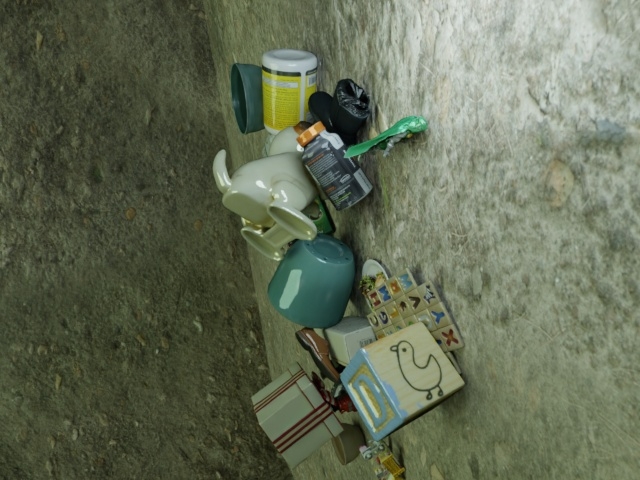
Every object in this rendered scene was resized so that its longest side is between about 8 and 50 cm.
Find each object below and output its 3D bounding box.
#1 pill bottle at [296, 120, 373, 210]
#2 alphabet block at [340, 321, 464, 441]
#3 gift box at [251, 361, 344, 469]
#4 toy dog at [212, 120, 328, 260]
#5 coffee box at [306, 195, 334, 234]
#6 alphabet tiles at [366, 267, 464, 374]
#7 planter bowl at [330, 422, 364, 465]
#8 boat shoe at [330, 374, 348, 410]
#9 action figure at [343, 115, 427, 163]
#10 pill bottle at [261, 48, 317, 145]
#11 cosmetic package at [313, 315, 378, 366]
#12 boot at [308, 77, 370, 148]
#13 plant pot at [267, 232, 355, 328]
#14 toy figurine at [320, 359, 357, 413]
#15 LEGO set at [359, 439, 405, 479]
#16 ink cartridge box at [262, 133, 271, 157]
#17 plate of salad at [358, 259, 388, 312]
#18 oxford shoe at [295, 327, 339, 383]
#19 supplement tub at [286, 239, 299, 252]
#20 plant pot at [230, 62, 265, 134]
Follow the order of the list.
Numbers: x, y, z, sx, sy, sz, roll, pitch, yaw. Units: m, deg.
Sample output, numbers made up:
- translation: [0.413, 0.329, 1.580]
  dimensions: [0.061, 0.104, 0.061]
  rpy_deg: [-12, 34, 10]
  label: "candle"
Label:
- translation: [0.033, -0.217, 1.198]
  dimensions: [0.245, 0.130, 0.130]
  rpy_deg: [54, 164, -11]
  label: "pill bottle"
- translation: [0.196, 0.350, 1.039]
  dimensions: [0.192, 0.197, 0.193]
  rpy_deg: [58, 148, 26]
  label: "alphabet block"
- translation: [-0.071, 0.635, 1.539]
  dimensions: [0.276, 0.258, 0.255]
  rpy_deg: [58, 168, -17]
  label: "gift box"
- translation: [-0.123, -0.198, 1.354]
  dimensions: [0.284, 0.395, 0.408]
  rpy_deg: [-46, 13, 53]
  label: "toy dog"
- translation: [-0.031, -0.090, 1.603]
  dimensions: [0.184, 0.113, 0.040]
  rpy_deg: [68, -173, 24]
  label: "coffee box"
- translation: [0.238, 0.239, 1.124]
  dimensions: [0.285, 0.011, 0.342]
  rpy_deg: [65, 151, 15]
  label: "alphabet tiles"
- translation: [0.117, 0.836, 1.738]
  dimensions: [0.162, 0.109, 0.162]
  rpy_deg: [168, 90, -70]
  label: "planter bowl"
- translation: [0.075, 0.661, 1.803]
  dimensions: [0.076, 0.080, 0.228]
  rpy_deg: [-112, 22, -43]
  label: "boat shoe"
- translation: [0.170, -0.244, 0.994]
  dimensions: [0.063, 0.137, 0.232]
  rpy_deg: [57, 154, -11]
  label: "action figure"
- translation: [-0.112, -0.487, 1.483]
  dimensions: [0.188, 0.188, 0.333]
  rpy_deg: [-123, 29, -46]
  label: "pill bottle"
- translation: [0.102, 0.337, 1.418]
  dimensions: [0.309, 0.160, 0.113]
  rpy_deg: [159, 98, -71]
  label: "cosmetic package"
- translation: [0.054, -0.399, 1.214]
  dimensions: [0.246, 0.094, 0.207]
  rpy_deg: [64, 160, 18]
  label: "boot"
- translation: [-0.012, 0.118, 1.442]
  dimensions: [0.293, 0.293, 0.235]
  rpy_deg: [57, 134, 45]
  label: "plant pot"
- translation: [0.101, 0.538, 1.578]
  dimensions: [0.209, 0.148, 0.213]
  rpy_deg: [109, 142, -65]
  label: "toy figurine"
- translation: [0.215, 0.793, 1.442]
  dimensions: [0.107, 0.132, 0.287]
  rpy_deg: [-129, 26, -68]
  label: "LEGO set"
- translation: [-0.201, -0.393, 1.931]
  dimensions: [0.208, 0.087, 0.153]
  rpy_deg: [142, 115, -69]
  label: "ink cartridge box"
- translation: [0.168, 0.159, 1.299]
  dimensions: [0.200, 0.048, 0.199]
  rpy_deg: [167, 90, -70]
  label: "plate of salad"
- translation: [0.006, 0.373, 1.380]
  dimensions: [0.212, 0.076, 0.076]
  rpy_deg: [54, 153, 13]
  label: "oxford shoe"
- translation: [-0.090, 0.082, 1.876]
  dimensions: [0.106, 0.106, 0.197]
  rpy_deg: [127, 128, -65]
  label: "supplement tub"
- translation: [-0.262, -0.618, 1.805]
  dimensions: [0.293, 0.196, 0.293]
  rpy_deg: [169, 90, -70]
  label: "plant pot"
